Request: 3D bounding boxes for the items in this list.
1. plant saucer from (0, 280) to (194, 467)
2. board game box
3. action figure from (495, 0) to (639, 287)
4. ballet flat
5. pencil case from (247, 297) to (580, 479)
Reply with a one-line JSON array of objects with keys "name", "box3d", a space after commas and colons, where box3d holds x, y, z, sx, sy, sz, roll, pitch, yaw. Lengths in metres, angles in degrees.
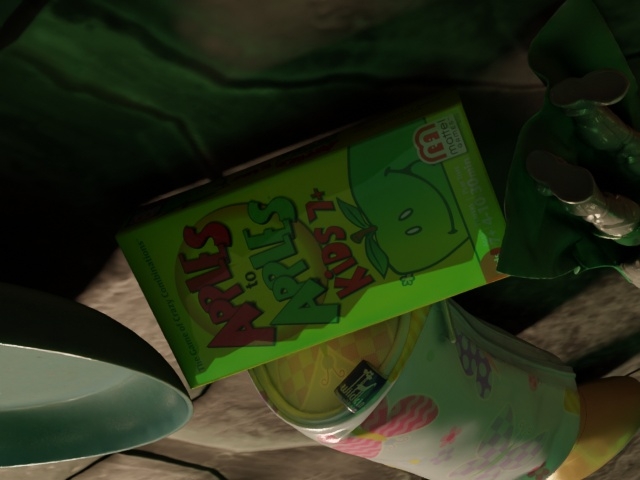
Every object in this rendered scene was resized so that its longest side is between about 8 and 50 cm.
[{"name": "plant saucer", "box3d": [-0.226, 0.074, 0.560, 0.318, 0.043, 0.317, -3, 160, -1]}, {"name": "board game box", "box3d": [0.000, 0.000, 0.546, 0.181, 0.043, 0.092, -21, 108, 9]}, {"name": "action figure", "box3d": [0.169, -0.023, 0.579, 0.064, 0.137, 0.232, 19, 178, 34]}, {"name": "ballet flat", "box3d": [0.174, 0.180, 0.921, 0.073, 0.080, 0.232, 24, 132, -25]}, {"name": "pencil case", "box3d": [0.071, 0.088, 0.696, 0.124, 0.113, 0.273, -48, 141, 7]}]
